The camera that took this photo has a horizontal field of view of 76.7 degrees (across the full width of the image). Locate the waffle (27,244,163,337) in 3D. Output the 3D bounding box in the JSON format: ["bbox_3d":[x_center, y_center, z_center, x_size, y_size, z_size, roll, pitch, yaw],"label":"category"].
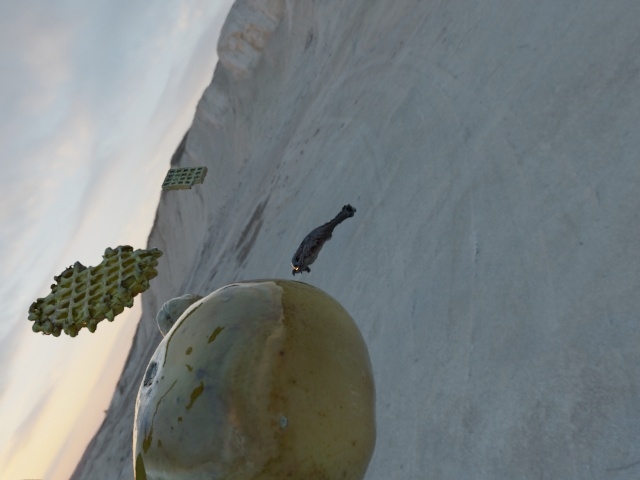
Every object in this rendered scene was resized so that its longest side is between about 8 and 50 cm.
[{"bbox_3d":[-0.433,0.089,0.778,0.232,0.228,0.051,-64,-32,-46],"label":"waffle"}]

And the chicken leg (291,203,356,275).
[{"bbox_3d":[0.000,0.000,1.087,0.253,0.051,0.106,-49,-21,15],"label":"chicken leg"}]

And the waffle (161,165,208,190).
[{"bbox_3d":[-0.424,-0.194,1.261,0.021,0.134,0.092,73,-161,-50],"label":"waffle"}]

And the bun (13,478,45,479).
[{"bbox_3d":[-0.486,0.567,0.614,0.355,0.354,0.194,-66,13,-19],"label":"bun"}]

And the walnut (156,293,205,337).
[{"bbox_3d":[-0.383,0.227,1.160,0.166,0.149,0.167,-35,-29,-23],"label":"walnut"}]

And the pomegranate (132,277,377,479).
[{"bbox_3d":[-0.087,0.268,0.650,0.417,0.416,0.417,-55,15,23],"label":"pomegranate"}]
